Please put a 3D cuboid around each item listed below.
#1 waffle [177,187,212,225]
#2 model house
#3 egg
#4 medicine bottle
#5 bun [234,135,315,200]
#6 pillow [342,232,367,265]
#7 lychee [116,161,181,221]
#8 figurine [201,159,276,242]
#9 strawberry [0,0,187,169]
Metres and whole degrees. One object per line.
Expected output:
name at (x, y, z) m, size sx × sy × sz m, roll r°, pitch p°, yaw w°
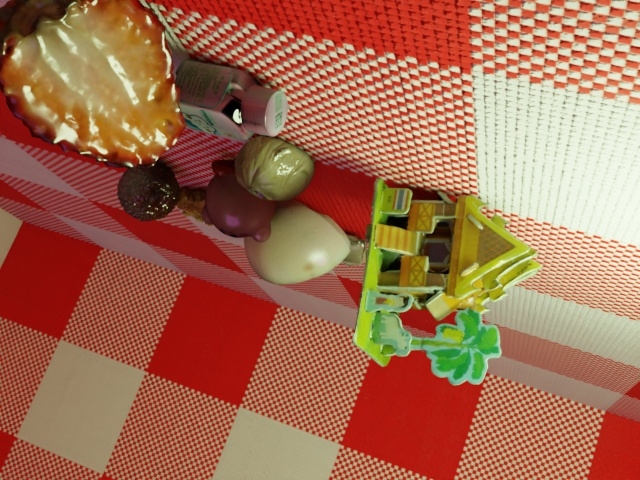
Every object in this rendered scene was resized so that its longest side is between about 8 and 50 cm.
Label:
waffle at (-0.314, -0.092, 2.191) m, size 0.219 × 0.057 × 0.229 m, roll 24°, pitch 165°, yaw -13°
model house at (0.244, 0.081, 1.462) m, size 0.313 × 0.357 × 0.242 m, roll 2°, pitch 158°, yaw 24°
egg at (-0.083, -0.014, 1.905) m, size 0.271 × 0.206 × 0.161 m, roll 8°, pitch 135°, yaw 31°
medicine bottle at (-0.156, -0.236, 1.335) m, size 0.188 × 0.094 × 0.119 m, roll 15°, pitch 165°, yaw 22°
bun at (-0.101, -0.138, 1.591) m, size 0.167 × 0.113 × 0.173 m, roll 11°, pitch 165°, yaw 35°
pillow at (0.000, 0.000, 2.071) m, size 0.270 × 0.067 × 0.173 m, roll 18°, pitch 162°, yaw 12°
lychee at (-0.446, -0.127, 2.018) m, size 0.165 × 0.165 × 0.197 m, roll 29°, pitch -173°, yaw -30°
figurine at (-0.186, -0.088, 1.792) m, size 0.173 × 0.173 × 0.173 m, roll 20°, pitch 166°, yaw 5°
strawberry at (-0.361, -0.264, 1.233) m, size 0.149 × 0.265 × 0.336 m, roll 46°, pitch 176°, yaw 48°
